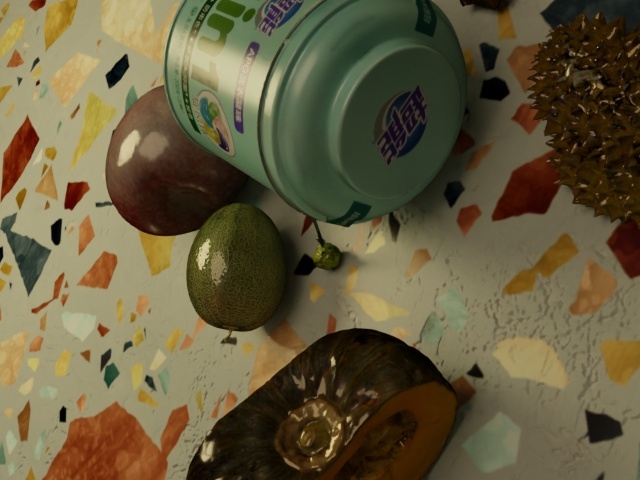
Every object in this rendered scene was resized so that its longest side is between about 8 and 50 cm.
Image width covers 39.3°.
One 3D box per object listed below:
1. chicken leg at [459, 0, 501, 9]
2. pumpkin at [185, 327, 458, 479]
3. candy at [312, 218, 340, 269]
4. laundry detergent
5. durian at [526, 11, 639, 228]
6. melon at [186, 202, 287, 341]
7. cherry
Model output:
[{"bbox_3d":[0.280,-0.355,1.041,0.304,0.093,0.113,-25,69,40],"label":"chicken leg"},{"bbox_3d":[0.001,0.244,0.962,0.317,0.222,0.139,-41,51,-21],"label":"pumpkin"},{"bbox_3d":[0.000,0.000,1.146,0.035,0.123,0.035,18,66,21],"label":"candy"},{"bbox_3d":[0.004,-0.185,1.090,0.305,0.287,0.287,34,98,46],"label":"laundry detergent"},{"bbox_3d":[0.299,-0.125,0.900,0.183,0.138,0.249,-51,52,5],"label":"durian"},{"bbox_3d":[-0.114,0.045,1.219,0.139,0.139,0.192,-12,65,40],"label":"melon"},{"bbox_3d":[-0.219,-0.134,1.340,0.239,0.206,0.240,-8,79,49],"label":"cherry"}]
